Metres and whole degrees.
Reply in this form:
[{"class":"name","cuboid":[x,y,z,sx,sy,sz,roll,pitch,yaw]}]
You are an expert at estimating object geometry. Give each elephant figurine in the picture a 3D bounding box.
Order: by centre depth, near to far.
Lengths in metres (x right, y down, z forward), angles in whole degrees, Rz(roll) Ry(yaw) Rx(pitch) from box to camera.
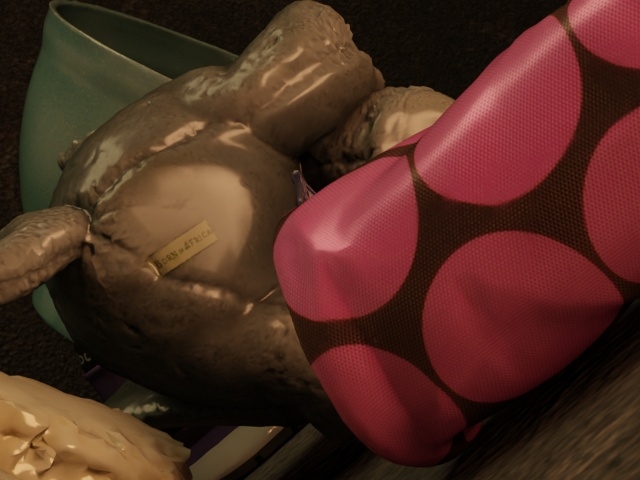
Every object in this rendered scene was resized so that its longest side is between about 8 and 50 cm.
[{"class":"elephant figurine","cuboid":[-0.033,0.019,0.759,0.169,0.186,0.239,-58,5,-18]}]

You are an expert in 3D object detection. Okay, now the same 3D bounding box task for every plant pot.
[{"class":"plant pot","cuboid":[-0.078,-0.014,1.271,0.293,0.293,0.196,-45,-22,-79]}]

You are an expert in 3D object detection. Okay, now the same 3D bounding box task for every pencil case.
[{"class":"pencil case","cuboid":[0.083,-0.031,0.488,0.209,0.095,0.098,-37,-18,26]}]

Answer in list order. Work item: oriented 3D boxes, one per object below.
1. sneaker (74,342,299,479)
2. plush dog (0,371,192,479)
[{"class":"sneaker","cuboid":[0.000,0.000,0.972,0.283,0.124,0.107,-40,2,-28]},{"class":"plush dog","cuboid":[-0.166,0.130,0.482,0.262,0.211,0.225,-24,-42,-87]}]
